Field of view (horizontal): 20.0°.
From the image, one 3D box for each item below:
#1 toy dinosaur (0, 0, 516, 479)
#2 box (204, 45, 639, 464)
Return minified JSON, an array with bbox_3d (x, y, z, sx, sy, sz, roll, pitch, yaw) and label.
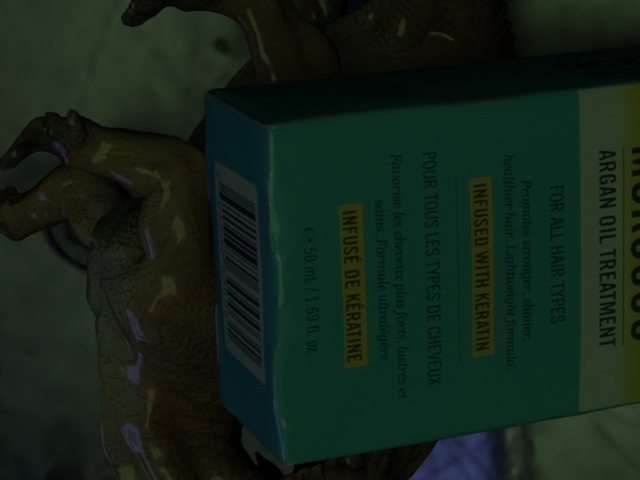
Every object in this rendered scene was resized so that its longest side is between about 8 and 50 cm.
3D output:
[{"bbox_3d":[0.000,0.000,0.611,0.200,0.127,0.295,39,96,-9],"label":"toy dinosaur"},{"bbox_3d":[0.091,-0.005,0.551,0.244,0.060,0.100,-8,106,-19],"label":"box"}]
